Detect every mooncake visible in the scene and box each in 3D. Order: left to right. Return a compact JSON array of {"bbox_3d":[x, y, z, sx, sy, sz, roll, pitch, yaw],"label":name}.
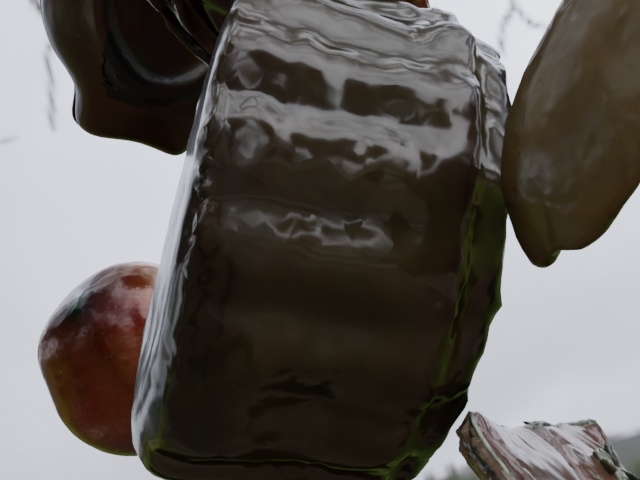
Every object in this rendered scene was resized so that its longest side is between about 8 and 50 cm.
[{"bbox_3d":[-0.001,0.001,1.122,0.187,0.324,0.324,12,-15,-8],"label":"mooncake"}]

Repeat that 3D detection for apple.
[{"bbox_3d":[-0.179,0.114,1.736,0.199,0.199,0.199,-15,-10,-3],"label":"apple"}]

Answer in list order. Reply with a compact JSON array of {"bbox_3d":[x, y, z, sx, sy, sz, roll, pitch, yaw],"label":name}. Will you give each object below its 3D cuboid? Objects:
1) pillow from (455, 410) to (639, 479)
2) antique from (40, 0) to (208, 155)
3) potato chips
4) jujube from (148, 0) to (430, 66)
[{"bbox_3d":[0.157,0.158,1.092,0.043,0.126,0.232,-47,-23,12],"label":"pillow"},{"bbox_3d":[-0.141,-0.216,1.652,0.223,0.278,0.129,18,11,-14],"label":"antique"},{"bbox_3d":[0.138,-0.091,0.905,0.195,0.061,0.208,-70,5,-63],"label":"potato chips"},{"bbox_3d":[-0.025,-0.198,1.281,0.216,0.342,0.216,-21,24,10],"label":"jujube"}]
